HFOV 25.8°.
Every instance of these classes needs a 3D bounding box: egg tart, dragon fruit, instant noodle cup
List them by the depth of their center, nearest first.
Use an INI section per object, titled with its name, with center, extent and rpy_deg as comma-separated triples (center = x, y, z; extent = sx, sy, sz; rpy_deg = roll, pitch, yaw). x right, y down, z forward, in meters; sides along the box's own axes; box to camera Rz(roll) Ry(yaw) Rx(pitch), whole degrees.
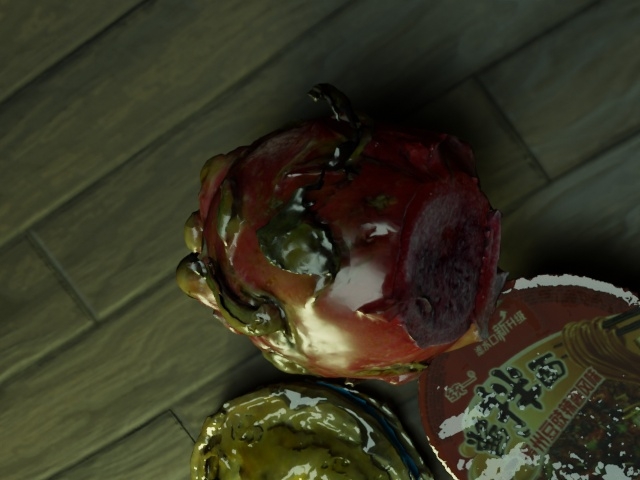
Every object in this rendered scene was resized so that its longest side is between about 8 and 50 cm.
[dragon fruit]
center = 0.000, 0.000, 1.249
extent = 0.291, 0.269, 0.250
rpy_deg = 12, 90, 40
[instant noodle cup]
center = 0.233, 0.137, 1.325
extent = 0.273, 0.091, 0.274
rpy_deg = 7, 114, 15
[egg tart]
center = -0.016, 0.279, 1.459
extent = 0.290, 0.107, 0.291
rpy_deg = 7, 115, 15
